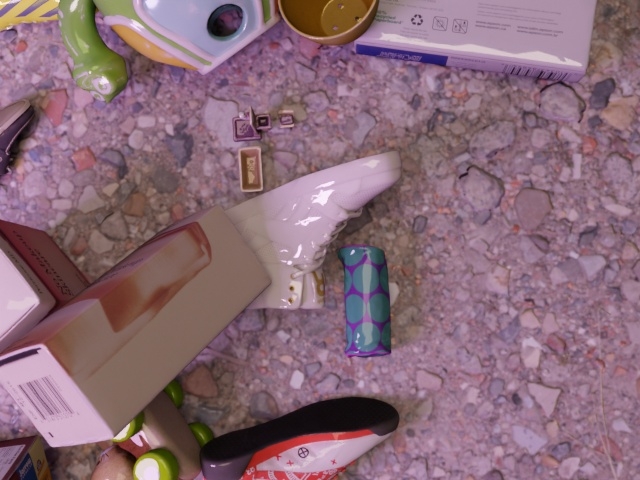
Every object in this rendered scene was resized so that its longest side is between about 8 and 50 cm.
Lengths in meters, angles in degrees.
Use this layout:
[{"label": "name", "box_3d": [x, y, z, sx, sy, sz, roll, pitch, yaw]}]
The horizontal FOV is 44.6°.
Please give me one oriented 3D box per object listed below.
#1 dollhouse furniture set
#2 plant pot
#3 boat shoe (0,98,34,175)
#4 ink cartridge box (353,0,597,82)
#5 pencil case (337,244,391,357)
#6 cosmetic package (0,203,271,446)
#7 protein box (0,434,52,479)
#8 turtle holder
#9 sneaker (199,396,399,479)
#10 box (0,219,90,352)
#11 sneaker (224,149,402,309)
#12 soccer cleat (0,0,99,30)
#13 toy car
[{"label": "dollhouse furniture set", "box_3d": [-0.080, -0.129, 1.081, 0.090, 0.081, 0.114, -4, 84, 2]}, {"label": "plant pot", "box_3d": [0.022, -0.313, 1.036, 0.134, 0.095, 0.134, -3, 81, 16]}, {"label": "boat shoe", "box_3d": [-0.477, -0.115, 1.118, 0.206, 0.075, 0.065, -49, 127, -9]}, {"label": "ink cartridge box", "box_3d": [0.231, -0.407, 1.106, 0.324, 0.071, 0.330, 9, 83, 6]}, {"label": "pencil case", "box_3d": [0.059, 0.083, 1.061, 0.070, 0.064, 0.152, -10, 81, 44]}, {"label": "cosmetic package", "box_3d": [-0.216, 0.095, 0.929, 0.153, 0.296, 0.129, -21, 106, 42]}, {"label": "protein box", "box_3d": [-0.448, 0.379, 0.984, 0.201, 0.136, 0.200, -9, 104, 1]}, {"label": "turtle holder", "box_3d": [-0.195, -0.330, 1.030, 0.320, 0.243, 0.227, -42, 107, -19]}, {"label": "sneaker", "box_3d": [-0.021, 0.307, 1.036, 0.270, 0.090, 0.145, -12, 111, -18]}, {"label": "box", "box_3d": [-0.400, 0.067, 0.996, 0.127, 0.232, 0.149, -41, 84, -2]}, {"label": "sneaker", "box_3d": [0.000, 0.000, 1.025, 0.292, 0.108, 0.169, -22, 86, 30]}, {"label": "soccer cleat", "box_3d": [-0.459, -0.348, 1.133, 0.289, 0.093, 0.121, 10, 114, -1]}, {"label": "toy car", "box_3d": [-0.260, 0.288, 1.018, 0.188, 0.155, 0.149, -38, 83, 10]}]
